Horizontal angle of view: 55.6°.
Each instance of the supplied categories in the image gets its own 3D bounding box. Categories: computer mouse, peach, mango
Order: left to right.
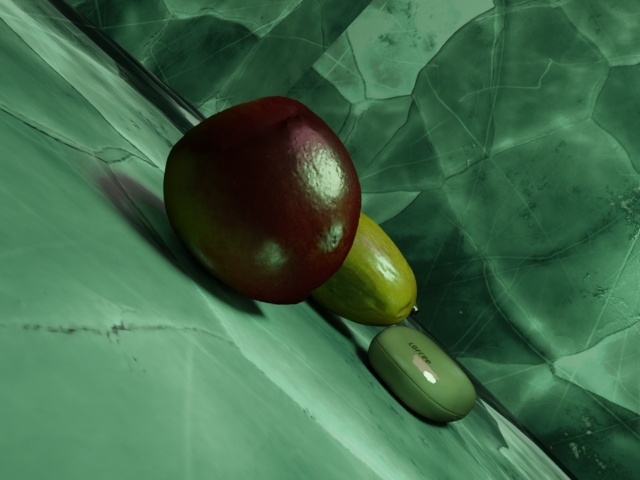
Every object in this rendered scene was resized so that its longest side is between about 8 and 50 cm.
[{"bbox_3d":[-0.049,-0.033,0.575,0.197,0.197,0.197,43,4,-4],"label":"peach"},{"bbox_3d":[0.000,-0.001,0.921,0.359,0.144,0.187,40,8,25],"label":"mango"},{"bbox_3d":[0.151,0.190,0.870,0.145,0.082,0.236,45,5,33],"label":"computer mouse"}]
